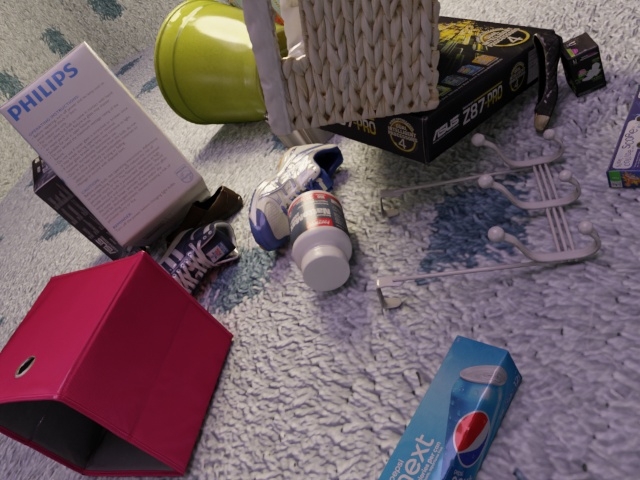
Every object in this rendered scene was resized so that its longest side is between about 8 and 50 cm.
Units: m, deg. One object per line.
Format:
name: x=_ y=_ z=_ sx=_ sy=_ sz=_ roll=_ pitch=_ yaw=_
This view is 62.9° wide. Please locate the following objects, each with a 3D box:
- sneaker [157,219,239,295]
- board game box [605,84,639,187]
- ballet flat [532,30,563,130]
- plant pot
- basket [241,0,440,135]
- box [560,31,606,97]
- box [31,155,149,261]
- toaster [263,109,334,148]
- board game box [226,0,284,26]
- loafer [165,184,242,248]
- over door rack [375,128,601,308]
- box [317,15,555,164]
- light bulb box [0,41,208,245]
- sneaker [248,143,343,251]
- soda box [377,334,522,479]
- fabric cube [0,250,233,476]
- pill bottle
sneaker: x=-0.270 y=0.065 z=1.101 sx=0.153 sy=0.099 sz=0.282 roll=-16 pitch=38 yaw=29
board game box: x=0.513 y=-0.158 z=0.756 sx=0.136 sy=0.035 sz=0.201 roll=8 pitch=54 yaw=44
ballet flat: x=0.389 y=-0.278 z=0.920 sx=0.049 sy=0.057 sz=0.173 roll=6 pitch=89 yaw=1
plant pot: x=-0.214 y=-0.489 z=1.497 sx=0.353 sy=0.366 sz=0.366 roll=20 pitch=63 yaw=35
basket: x=0.036 y=-0.390 z=0.821 sx=0.266 sy=0.328 sz=0.331 roll=-4 pitch=39 yaw=6
box: x=0.461 y=-0.310 z=0.924 sx=0.052 sy=0.083 sz=0.062 roll=-21 pitch=39 yaw=20
box: x=-0.587 y=-0.079 z=1.341 sx=0.076 sy=0.307 sz=0.242 roll=-41 pitch=38 yaw=-6
toaster: x=-0.037 y=-0.316 z=1.317 sx=0.186 sy=0.110 sz=0.168 roll=-48 pitch=37 yaw=-16
board game box: x=-0.148 y=-0.685 z=1.512 sx=0.086 sy=0.308 sz=0.302 roll=-51 pitch=31 yaw=-9
loafer: x=-0.296 y=-0.060 z=1.274 sx=0.220 sy=0.078 sz=0.080 roll=-40 pitch=36 yaw=-5
over door rack: x=0.224 y=-0.045 z=0.809 sx=0.324 sy=0.108 sz=0.239 roll=-18 pitch=39 yaw=24
box: x=0.199 y=-0.310 z=1.000 sx=0.395 sy=0.097 sz=0.318 roll=-37 pitch=43 yaw=-26
light bulb box: x=-0.461 y=-0.191 z=1.213 sx=0.225 sy=0.361 sz=0.358 roll=-42 pitch=5 yaw=-8
sneaker: x=-0.046 y=-0.107 z=1.094 sx=0.131 sy=0.112 sz=0.296 roll=-6 pitch=47 yaw=35
soda box: x=0.153 y=0.220 z=0.609 sx=0.071 sy=0.067 sz=0.210 roll=11 pitch=58 yaw=46
fabric cube: x=-0.346 y=0.211 z=0.865 sx=0.254 sy=0.259 sz=0.258 roll=-14 pitch=42 yaw=30
pill bottle: x=0.000 y=0.000 z=0.943 sx=0.108 sy=0.108 sz=0.180 roll=-27 pitch=37 yaw=12
